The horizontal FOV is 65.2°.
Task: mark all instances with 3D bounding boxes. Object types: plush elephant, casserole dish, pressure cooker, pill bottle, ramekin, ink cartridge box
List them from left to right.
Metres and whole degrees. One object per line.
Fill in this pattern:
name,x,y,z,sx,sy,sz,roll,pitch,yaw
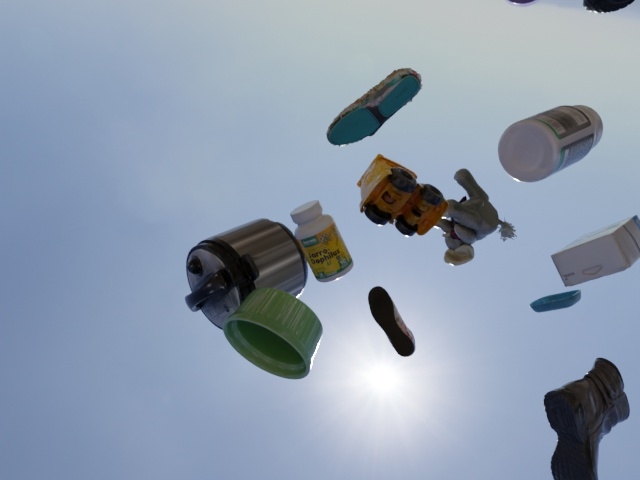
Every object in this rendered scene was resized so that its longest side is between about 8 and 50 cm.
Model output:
pressure cooker,-0.307,0.137,1.888,0.375,0.369,0.420,28,-144,33
ramekin,-0.140,0.286,1.573,0.303,0.303,0.148,19,-128,17
pill bottle,0.000,0.000,1.368,0.118,0.208,0.117,-23,-164,7
plush elephant,0.539,-0.063,1.912,0.330,0.255,0.272,35,-130,-13
pill bottle,0.771,-0.332,1.657,0.361,0.204,0.204,-23,-138,-34
casserole dish,0.826,0.216,1.755,0.114,0.188,0.037,-19,-96,-35
ink cartridge box,0.991,0.035,1.760,0.307,0.223,0.129,-18,-99,-43

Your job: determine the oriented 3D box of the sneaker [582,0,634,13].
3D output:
sneaker,0.901,-0.777,1.443,0.109,0.286,0.130,33,-134,-29

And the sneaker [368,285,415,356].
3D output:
sneaker,0.259,0.297,1.817,0.270,0.090,0.145,61,-173,16

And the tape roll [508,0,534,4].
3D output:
tape roll,0.728,-0.936,1.776,0.189,0.189,0.080,19,-159,16

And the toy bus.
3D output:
toy bus,0.210,-0.138,1.363,0.220,0.149,0.211,21,-148,-23

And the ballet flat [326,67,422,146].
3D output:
ballet flat,0.117,-0.295,1.111,0.241,0.091,0.077,-31,-148,15

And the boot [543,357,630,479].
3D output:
boot,0.680,0.479,1.231,0.223,0.338,0.118,-17,-165,-26
